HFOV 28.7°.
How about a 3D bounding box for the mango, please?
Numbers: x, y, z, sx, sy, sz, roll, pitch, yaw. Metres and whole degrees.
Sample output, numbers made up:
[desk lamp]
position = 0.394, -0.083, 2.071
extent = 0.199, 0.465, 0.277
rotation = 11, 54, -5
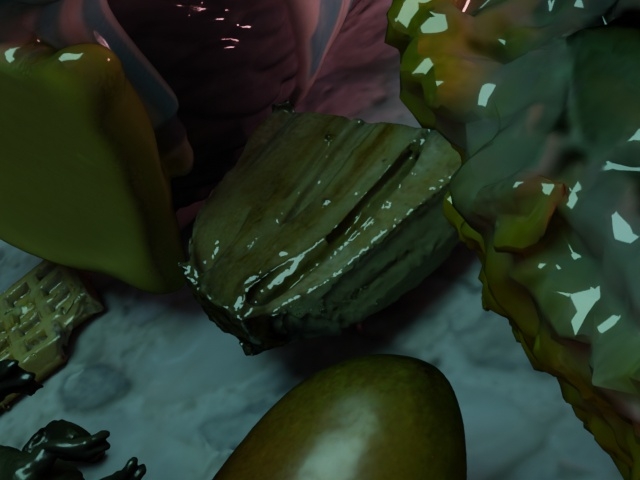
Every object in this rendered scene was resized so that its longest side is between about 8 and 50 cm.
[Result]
[mango]
position = -0.019, 0.164, 0.452
extent = 0.133, 0.111, 0.267
rotation = 4, 58, 52

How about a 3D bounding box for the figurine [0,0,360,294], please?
[figurine]
position = -0.103, -0.208, 0.723
extent = 0.266, 0.361, 0.377
rotation = 27, 58, 9

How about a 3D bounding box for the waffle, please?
[waffle]
position = -0.195, 0.067, 0.774
extent = 0.135, 0.021, 0.092
rotation = -39, 36, -1

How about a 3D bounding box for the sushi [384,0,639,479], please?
[sushi]
position = 0.235, -0.052, 0.377
extent = 0.396, 0.240, 0.351
rotation = -43, 36, -14

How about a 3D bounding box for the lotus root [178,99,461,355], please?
[lotus root]
position = 0.000, 0.002, 0.648
extent = 0.143, 0.070, 0.144
rotation = 23, 62, 42

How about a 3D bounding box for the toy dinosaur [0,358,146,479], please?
[toy dinosaur]
position = -0.174, 0.154, 0.609
extent = 0.187, 0.087, 0.179
rotation = 14, 58, 47
